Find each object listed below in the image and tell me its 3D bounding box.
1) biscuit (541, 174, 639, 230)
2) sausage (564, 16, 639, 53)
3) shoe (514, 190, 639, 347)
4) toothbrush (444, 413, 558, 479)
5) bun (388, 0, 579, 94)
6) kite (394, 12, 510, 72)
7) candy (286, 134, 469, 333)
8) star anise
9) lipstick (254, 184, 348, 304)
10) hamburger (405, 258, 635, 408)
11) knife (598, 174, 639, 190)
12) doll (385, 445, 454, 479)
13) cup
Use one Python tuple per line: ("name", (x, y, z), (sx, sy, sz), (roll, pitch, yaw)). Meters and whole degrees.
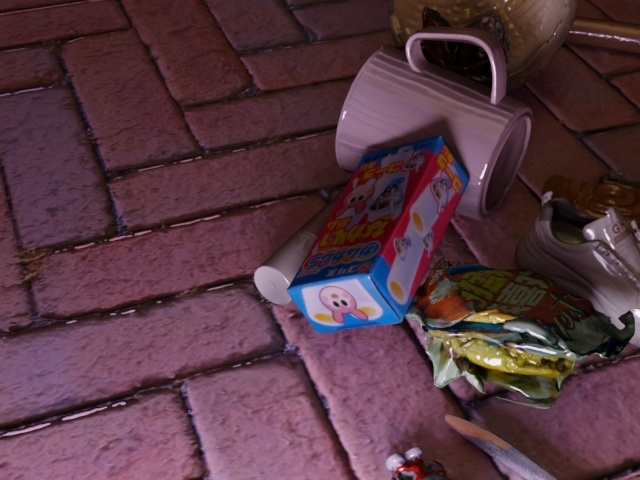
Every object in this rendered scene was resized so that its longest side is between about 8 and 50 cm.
("biscuit", (0.465, -0.047, 1.636), (0.224, 0.033, 0.144), (15, 41, 18))
("sausage", (0.640, -0.415, 2.072), (0.301, 0.066, 0.066), (14, 41, 13))
("shoe", (0.424, 0.027, 1.448), (0.316, 0.159, 0.124), (30, 46, 34))
("toothbrush", (0.300, 0.308, 1.199), (0.375, 0.028, 0.037), (32, 55, 31))
("bun", (0.319, -0.440, 1.939), (0.364, 0.364, 0.202), (23, 3, 24))
("kite", (0.234, -0.345, 1.852), (0.229, 0.016, 0.127), (-3, 81, 18))
("candy", (0.087, -0.011, 1.448), (0.157, 0.100, 0.306), (-10, 38, 40))
("star anise", (0.229, -0.288, 1.795), (0.214, 0.220, 0.099), (32, 35, 19))
("lipstick", (0.000, 0.000, 1.534), (0.070, 0.070, 0.254), (23, 44, 24))
("hamburger", (0.257, 0.134, 1.342), (0.261, 0.150, 0.276), (-3, 20, -33))
("knife", (0.636, -0.065, 1.668), (0.343, 0.027, 0.061), (17, 38, 19))
("doll", (0.135, 0.300, 1.171), (0.094, 0.079, 0.180), (-13, 28, -19))
("cup", (0.194, -0.201, 1.632), (0.273, 0.288, 0.208), (25, 9, 22))
